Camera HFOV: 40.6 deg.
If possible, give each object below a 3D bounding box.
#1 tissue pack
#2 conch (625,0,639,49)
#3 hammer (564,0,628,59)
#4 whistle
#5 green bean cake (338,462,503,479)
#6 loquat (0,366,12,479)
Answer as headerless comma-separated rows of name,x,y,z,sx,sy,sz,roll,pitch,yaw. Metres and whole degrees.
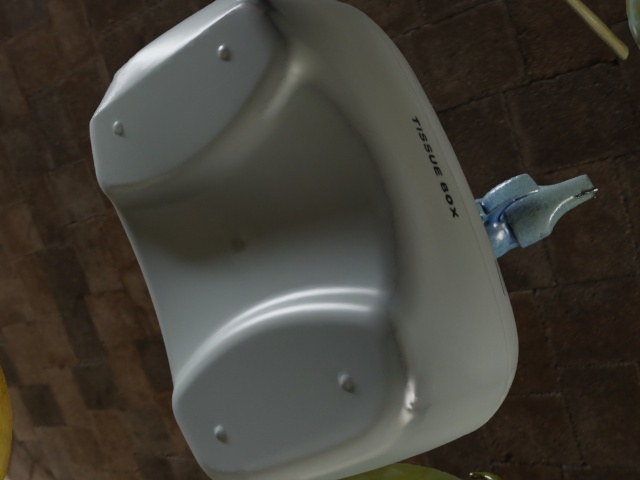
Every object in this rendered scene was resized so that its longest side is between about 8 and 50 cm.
tissue pack,0.000,0.000,0.639,0.229,0.236,0.333,-27,76,29
conch,0.221,-0.170,0.459,0.106,0.116,0.173,23,111,-21
hammer,0.256,-0.235,0.860,0.013,0.199,0.062,-24,55,37
whistle,0.241,-0.024,1.173,0.269,0.180,0.093,-25,69,11
green bean cake,0.081,0.355,0.889,0.310,0.285,0.202,1,113,10
loquat,-0.201,0.080,0.338,0.149,0.172,0.204,-41,87,3
